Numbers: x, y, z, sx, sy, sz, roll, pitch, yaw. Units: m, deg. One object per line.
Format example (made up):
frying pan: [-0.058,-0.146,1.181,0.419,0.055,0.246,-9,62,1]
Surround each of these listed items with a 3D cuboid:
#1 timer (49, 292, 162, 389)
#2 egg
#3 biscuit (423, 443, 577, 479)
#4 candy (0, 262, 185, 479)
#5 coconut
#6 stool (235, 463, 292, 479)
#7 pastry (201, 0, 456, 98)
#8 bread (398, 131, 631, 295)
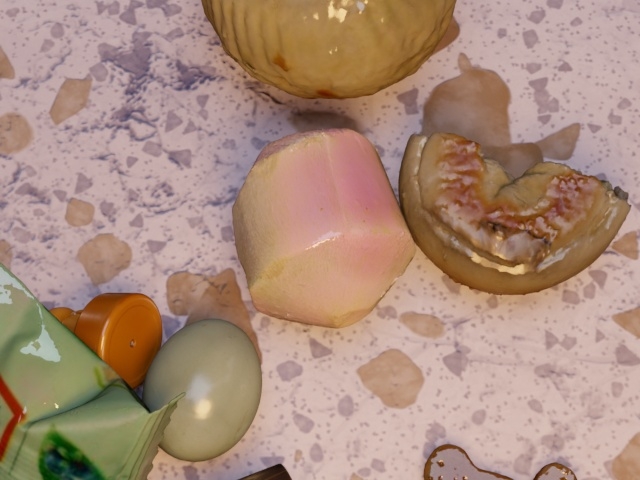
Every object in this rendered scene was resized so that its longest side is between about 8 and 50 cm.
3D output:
timer: [-0.306,0.122,1.916,0.152,0.132,0.132,10,64,30]
egg: [-0.150,0.190,1.859,0.149,0.149,0.192,15,57,4]
biscuit: [0.269,0.377,1.849,0.301,0.049,0.197,12,75,4]
candy: [-0.369,0.181,1.810,0.398,0.263,0.172,42,30,20]
coconut: [0.000,0.000,1.919,0.233,0.233,0.245,-12,67,-8]
stool: [-0.137,0.397,1.752,0.264,0.179,0.179,-19,68,-10]
pastry: [0.014,-0.371,2.027,0.388,0.312,0.388,-4,61,8]
bread: [0.252,-0.016,1.955,0.314,0.171,0.192,10,69,3]
